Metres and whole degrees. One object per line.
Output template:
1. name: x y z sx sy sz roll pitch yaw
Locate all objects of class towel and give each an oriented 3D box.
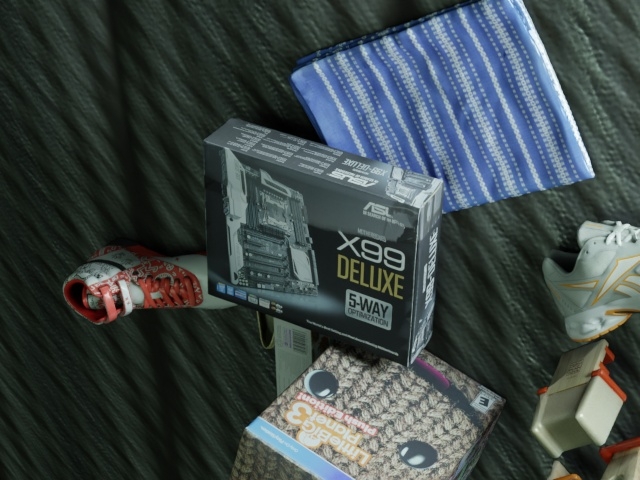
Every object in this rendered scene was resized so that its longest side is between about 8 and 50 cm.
1. towel: 0.133 -0.143 1.619 0.336 0.040 0.243 -13 110 40

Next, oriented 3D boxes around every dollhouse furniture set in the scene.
1. dollhouse furniture set: 0.380 0.261 1.662 0.262 0.135 0.259 -26 111 43

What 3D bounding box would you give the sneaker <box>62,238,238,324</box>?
1. sneaker: -0.240 0.075 1.952 0.270 0.145 0.090 11 123 30

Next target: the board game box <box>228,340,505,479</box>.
1. board game box: 0.060 0.267 1.756 0.232 0.291 0.141 31 131 16

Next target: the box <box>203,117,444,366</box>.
1. box: 0.000 0.000 1.734 0.307 0.076 0.242 19 129 23

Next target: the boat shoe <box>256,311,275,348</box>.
1. boat shoe: -0.071 0.077 1.898 0.056 0.048 0.153 14 125 28

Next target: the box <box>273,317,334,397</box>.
1. box: -0.019 0.232 1.949 0.067 0.063 0.324 17 126 29

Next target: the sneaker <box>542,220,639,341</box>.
1. sneaker: 0.350 0.019 1.529 0.262 0.099 0.121 -32 92 42
